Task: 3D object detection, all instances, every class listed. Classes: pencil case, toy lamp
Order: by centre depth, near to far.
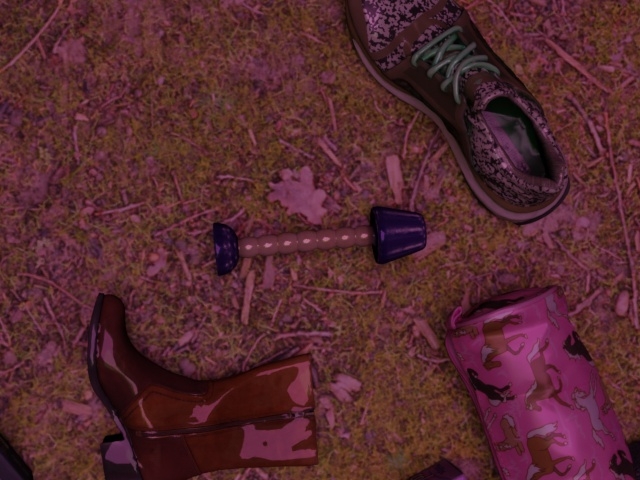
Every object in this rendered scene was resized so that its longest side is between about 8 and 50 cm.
[{"bbox_3d":[0.290,0.247,1.319,0.167,0.160,0.386,-19,89,-45],"label":"pencil case"},{"bbox_3d":[0.000,0.000,1.341,0.275,0.080,0.080,-4,88,-3],"label":"toy lamp"}]

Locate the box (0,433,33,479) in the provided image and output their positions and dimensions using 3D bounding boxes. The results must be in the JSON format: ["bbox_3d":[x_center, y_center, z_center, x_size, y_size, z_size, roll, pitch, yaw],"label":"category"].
[{"bbox_3d":[-0.493,0.269,1.256,0.183,0.059,0.232,-35,111,-5],"label":"box"}]

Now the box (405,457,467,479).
[{"bbox_3d":[0.116,0.437,1.311,0.243,0.117,0.213,-27,90,-6],"label":"box"}]

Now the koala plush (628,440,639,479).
[{"bbox_3d":[0.544,0.334,1.333,0.196,0.203,0.221,-40,103,-5],"label":"koala plush"}]

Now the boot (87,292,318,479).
[{"bbox_3d":[-0.147,0.180,1.308,0.280,0.096,0.264,-9,88,-7],"label":"boot"}]

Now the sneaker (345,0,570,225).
[{"bbox_3d":[0.193,-0.204,1.312,0.158,0.182,0.410,-41,92,-5],"label":"sneaker"}]
